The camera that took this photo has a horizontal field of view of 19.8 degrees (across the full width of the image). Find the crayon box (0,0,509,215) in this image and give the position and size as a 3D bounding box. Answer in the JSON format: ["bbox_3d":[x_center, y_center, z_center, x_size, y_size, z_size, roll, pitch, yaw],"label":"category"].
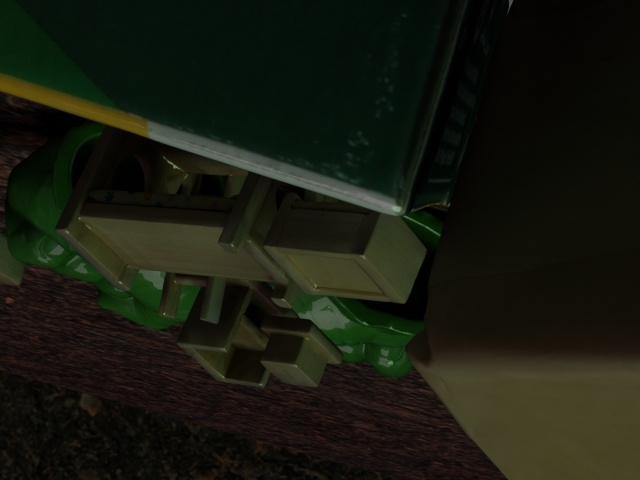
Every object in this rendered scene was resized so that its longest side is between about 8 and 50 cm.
[{"bbox_3d":[-0.109,-0.094,0.555,0.322,0.083,0.203,17,-176,6],"label":"crayon box"}]

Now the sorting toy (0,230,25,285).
[{"bbox_3d":[-0.323,-0.067,1.035,0.255,0.089,0.257,9,166,21],"label":"sorting toy"}]

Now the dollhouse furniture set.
[{"bbox_3d":[0.000,0.000,0.898,0.181,0.101,0.161,5,151,36],"label":"dollhouse furniture set"}]

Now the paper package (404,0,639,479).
[{"bbox_3d":[0.242,0.050,0.481,0.324,0.168,0.309,-3,141,39],"label":"paper package"}]

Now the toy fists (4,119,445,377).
[{"bbox_3d":[-0.049,0.011,1.072,0.279,0.096,0.142,16,169,-15],"label":"toy fists"}]

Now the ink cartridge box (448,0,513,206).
[{"bbox_3d":[0.194,-0.018,0.738,0.308,0.091,0.385,8,150,49],"label":"ink cartridge box"}]
